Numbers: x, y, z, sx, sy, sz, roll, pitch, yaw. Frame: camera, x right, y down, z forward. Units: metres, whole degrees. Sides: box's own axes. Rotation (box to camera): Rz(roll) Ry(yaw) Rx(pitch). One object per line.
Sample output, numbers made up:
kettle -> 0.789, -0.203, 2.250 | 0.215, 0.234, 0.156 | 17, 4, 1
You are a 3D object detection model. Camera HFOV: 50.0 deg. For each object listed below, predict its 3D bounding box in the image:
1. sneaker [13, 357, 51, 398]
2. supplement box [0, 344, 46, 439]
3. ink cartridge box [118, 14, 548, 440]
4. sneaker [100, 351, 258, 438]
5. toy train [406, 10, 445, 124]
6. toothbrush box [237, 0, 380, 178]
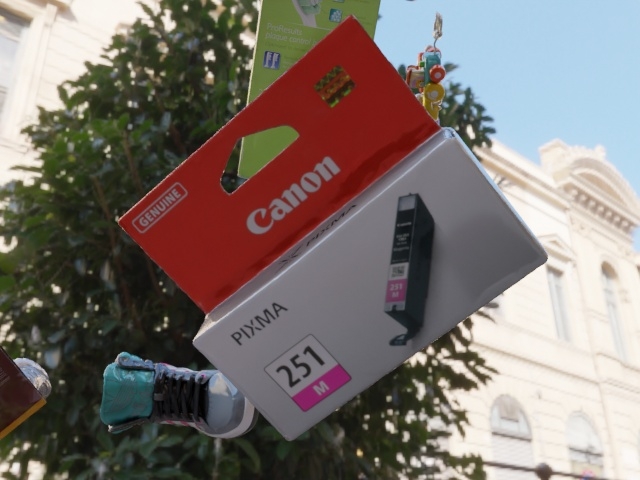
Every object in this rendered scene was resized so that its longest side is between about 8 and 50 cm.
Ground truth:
sneaker -> -0.564, 0.281, 1.223 | 0.105, 0.115, 0.281 | -42, -16, -3
supplement box -> -0.359, 0.086, 0.571 | 0.129, 0.191, 0.194 | -40, -14, -25
ink cartridge box -> 0.000, 0.000, 0.561 | 0.275, 0.060, 0.239 | -38, -76, 15
sneaker -> -0.237, 0.234, 1.041 | 0.178, 0.124, 0.295 | 11, -13, -39
toy train -> 0.129, -0.214, 0.878 | 0.046, 0.125, 0.166 | -3, -9, 5
toothbrush box -> -0.012, -0.216, 0.762 | 0.122, 0.283, 0.206 | 9, 16, -6
